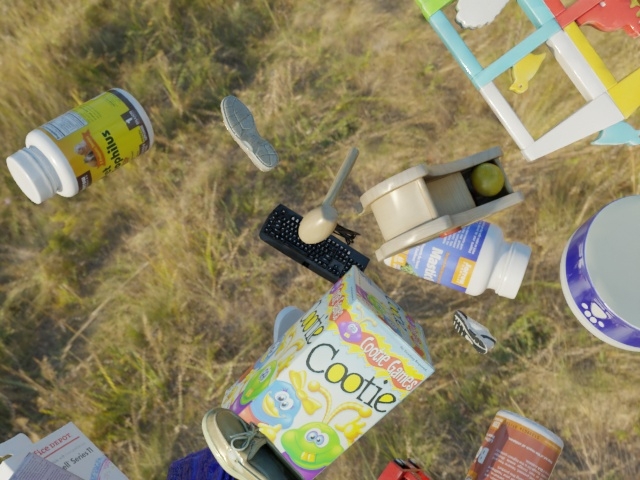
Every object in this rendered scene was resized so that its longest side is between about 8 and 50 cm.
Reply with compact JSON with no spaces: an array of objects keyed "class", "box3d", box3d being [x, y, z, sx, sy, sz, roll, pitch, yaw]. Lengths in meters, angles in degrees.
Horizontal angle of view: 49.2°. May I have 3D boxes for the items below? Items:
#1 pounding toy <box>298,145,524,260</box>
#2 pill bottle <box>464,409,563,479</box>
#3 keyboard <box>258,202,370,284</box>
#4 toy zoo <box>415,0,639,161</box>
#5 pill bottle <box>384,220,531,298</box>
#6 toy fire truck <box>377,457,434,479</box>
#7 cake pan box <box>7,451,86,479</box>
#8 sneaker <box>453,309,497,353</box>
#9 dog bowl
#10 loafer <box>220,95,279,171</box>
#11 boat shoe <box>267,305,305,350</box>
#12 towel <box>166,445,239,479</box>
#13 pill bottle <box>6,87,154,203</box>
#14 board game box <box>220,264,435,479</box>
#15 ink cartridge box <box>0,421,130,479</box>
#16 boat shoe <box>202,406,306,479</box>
[{"class":"pounding toy","box3d":[0.109,-0.071,0.840,0.269,0.154,0.155,-20,83,-26]},{"class":"pill bottle","box3d":[0.309,0.406,1.172,0.121,0.121,0.216,20,74,37]},{"class":"keyboard","box3d":[0.000,0.000,1.164,0.100,0.192,0.038,-63,17,-15]},{"class":"toy zoo","box3d":[0.231,-0.216,0.697,0.192,0.030,0.293,-36,90,8]},{"class":"pill bottle","box3d":[0.279,0.022,1.425,0.271,0.152,0.152,19,61,13]},{"class":"toy fire truck","box3d":[0.166,0.425,1.166,0.135,0.192,0.047,37,90,29]},{"class":"cake pan box","box3d":[-0.444,0.500,1.179,0.070,0.245,0.267,-56,8,16]},{"class":"sneaker","box3d":[0.311,0.182,1.414,0.043,0.040,0.109,-18,52,-29]},{"class":"dog bowl","box3d":[0.570,0.056,1.237,0.264,0.104,0.265,1,69,-3]},{"class":"loafer","box3d":[-0.112,-0.155,1.046,0.045,0.125,0.039,-38,6,-26]},{"class":"boat shoe","box3d":[-0.069,0.274,1.758,0.113,0.306,0.105,-34,41,-20]},{"class":"towel","box3d":[-0.244,0.510,1.392,0.308,0.076,0.228,-41,28,45]},{"class":"pill bottle","box3d":[-0.384,-0.149,1.124,0.117,0.117,0.215,25,51,38]},{"class":"board game box","box3d":[0.001,0.193,0.960,0.275,0.142,0.144,-45,11,12]},{"class":"ink cartridge box","box3d":[-0.514,0.502,1.387,0.353,0.207,0.119,41,107,8]},{"class":"boat shoe","box3d":[-0.056,0.224,0.704,0.153,0.056,0.048,50,122,9]}]
